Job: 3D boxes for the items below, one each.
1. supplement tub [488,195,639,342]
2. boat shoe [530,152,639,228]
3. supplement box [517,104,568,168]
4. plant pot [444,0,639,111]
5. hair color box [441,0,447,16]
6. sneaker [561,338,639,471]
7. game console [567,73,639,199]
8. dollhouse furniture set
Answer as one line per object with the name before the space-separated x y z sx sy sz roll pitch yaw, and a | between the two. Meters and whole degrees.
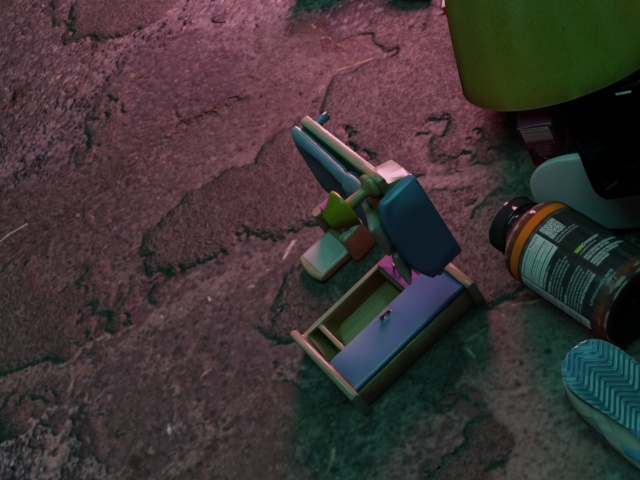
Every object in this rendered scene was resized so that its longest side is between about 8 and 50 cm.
supplement tub | 0.278 0.023 1.266 0.106 0.106 0.198 -45 47 -6
boat shoe | 0.373 -0.068 1.301 0.258 0.095 0.084 5 31 24
supplement box | 0.273 -0.134 1.397 0.043 0.083 0.055 -8 53 25
plant pot | 0.252 -0.350 1.366 0.275 0.293 0.275 -20 27 11
hair color box | 0.231 -0.384 1.623 0.093 0.053 0.167 -7 53 27
sneaker | 0.335 0.193 1.129 0.087 0.092 0.228 -40 67 -5
game console | 0.459 -0.136 1.248 0.361 0.044 0.213 -10 31 7
dollhouse furniture set | 0.000 0.000 1.308 0.198 0.303 0.286 -43 47 -5
